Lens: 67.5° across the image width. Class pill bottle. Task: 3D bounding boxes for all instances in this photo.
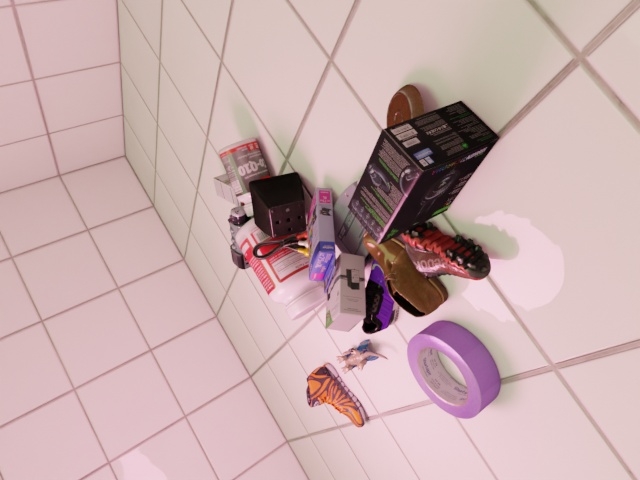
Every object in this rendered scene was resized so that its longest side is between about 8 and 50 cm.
[{"bbox_3d":[-0.146,0.099,1.900,0.407,0.229,0.229,58,150,12],"label":"pill bottle"},{"bbox_3d":[-0.282,-0.252,1.916,0.161,0.161,0.283,-6,107,60],"label":"pill bottle"}]

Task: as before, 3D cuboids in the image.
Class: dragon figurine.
[{"bbox_3d":[0.160,0.432,1.813,0.289,0.144,0.085,-35,80,41],"label":"dragon figurine"}]

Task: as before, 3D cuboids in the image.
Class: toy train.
[{"bbox_3d":[-0.308,-0.026,2.105,0.142,0.190,0.334,39,142,37],"label":"toy train"}]

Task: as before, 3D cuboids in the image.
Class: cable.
[{"bbox_3d":[-0.112,0.003,1.765,0.072,0.287,0.139,88,180,-82],"label":"cable"}]

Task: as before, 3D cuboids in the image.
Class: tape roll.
[{"bbox_3d":[0.383,0.377,1.405,0.275,0.090,0.274,38,142,38],"label":"tape roll"}]

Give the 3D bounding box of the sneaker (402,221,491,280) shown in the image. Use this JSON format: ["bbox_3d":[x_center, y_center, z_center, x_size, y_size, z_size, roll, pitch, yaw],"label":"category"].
[{"bbox_3d":[0.321,0.048,1.239,0.276,0.098,0.135,32,137,47],"label":"sneaker"}]

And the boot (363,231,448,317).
[{"bbox_3d":[0.220,0.091,1.379,0.305,0.115,0.112,45,149,18],"label":"boot"}]

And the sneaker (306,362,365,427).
[{"bbox_3d":[0.048,0.720,2.125,0.321,0.180,0.124,49,148,25],"label":"sneaker"}]

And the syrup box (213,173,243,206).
[{"bbox_3d":[-0.387,-0.230,2.171,0.237,0.093,0.096,28,135,46],"label":"syrup box"}]

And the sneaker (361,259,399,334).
[{"bbox_3d":[0.177,0.192,1.534,0.102,0.146,0.293,33,139,43],"label":"sneaker"}]

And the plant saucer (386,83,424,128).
[{"bbox_3d":[0.201,-0.294,1.172,0.168,0.029,0.168,174,90,-73],"label":"plant saucer"}]

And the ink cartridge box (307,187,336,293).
[{"bbox_3d":[0.000,0.000,1.598,0.186,0.065,0.311,109,159,-54],"label":"ink cartridge box"}]

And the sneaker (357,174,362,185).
[{"bbox_3d":[0.170,-0.121,1.329,0.232,0.115,0.090,35,140,41],"label":"sneaker"}]

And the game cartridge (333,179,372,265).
[{"bbox_3d":[0.118,-0.051,1.537,0.196,0.060,0.294,50,148,17],"label":"game cartridge"}]

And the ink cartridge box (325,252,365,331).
[{"bbox_3d":[0.078,0.165,1.522,0.153,0.087,0.208,120,156,-56],"label":"ink cartridge box"}]

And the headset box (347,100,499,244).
[{"bbox_3d":[0.220,-0.144,1.095,0.131,0.246,0.283,53,149,20],"label":"headset box"}]

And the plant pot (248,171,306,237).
[{"bbox_3d":[-0.137,-0.114,1.719,0.167,0.187,0.188,-125,25,-52],"label":"plant pot"}]
